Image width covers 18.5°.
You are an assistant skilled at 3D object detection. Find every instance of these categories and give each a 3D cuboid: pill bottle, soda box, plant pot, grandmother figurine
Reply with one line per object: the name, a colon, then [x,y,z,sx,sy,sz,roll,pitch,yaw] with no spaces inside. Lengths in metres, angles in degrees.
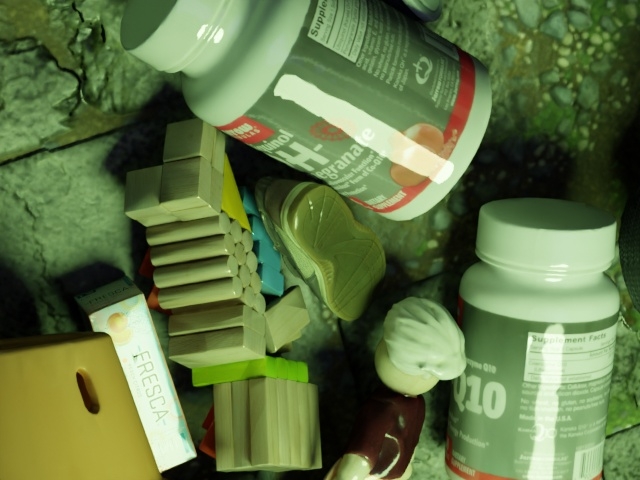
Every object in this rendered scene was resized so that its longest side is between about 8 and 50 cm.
pill bottle: [0.213,0.108,1.966,0.161,0.161,0.283,-2,106,-20]
pill bottle: [-0.015,-0.159,1.791,0.318,0.176,0.176,27,94,-25]
soda box: [-0.176,0.131,1.877,0.058,0.063,0.183,-21,112,-14]
plant pot: [-0.277,0.193,1.757,0.290,0.291,0.204,-7,90,-19]
grandmother figurine: [0.048,0.217,1.937,0.104,0.208,0.342,23,100,6]

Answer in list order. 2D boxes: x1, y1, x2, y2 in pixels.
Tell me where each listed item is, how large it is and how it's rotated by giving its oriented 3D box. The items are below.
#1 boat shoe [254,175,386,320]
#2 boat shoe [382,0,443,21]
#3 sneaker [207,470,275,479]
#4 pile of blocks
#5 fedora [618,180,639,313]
boat shoe: [-0.001,0.001,1.879,0.080,0.073,0.223,-51,148,-11]
boat shoe: [0.010,-0.310,1.806,0.091,0.114,0.302,-18,126,29]
sneaker: [-0.128,0.298,1.942,0.222,0.118,0.083,-34,102,23]
pile of blocks: [-0.100,0.061,1.876,0.112,0.149,0.362,-9,101,27]
fedora: [0.405,-0.009,1.974,0.334,0.152,0.334,6,82,-48]
